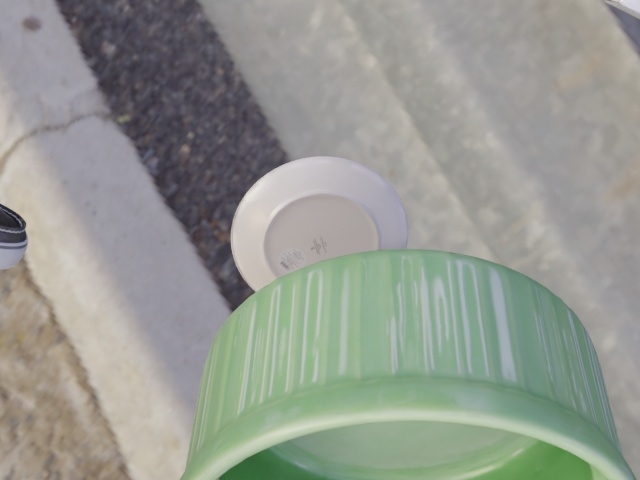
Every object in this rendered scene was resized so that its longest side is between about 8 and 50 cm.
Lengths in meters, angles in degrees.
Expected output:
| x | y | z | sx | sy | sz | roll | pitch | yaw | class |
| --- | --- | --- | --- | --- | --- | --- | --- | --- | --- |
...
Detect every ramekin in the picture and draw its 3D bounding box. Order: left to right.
| x | y | z | sx | sy | sz | roll | pitch | yaw | class |
| --- | --- | --- | --- | --- | --- | --- | --- | --- | --- |
| 0.054 | 0.143 | 0.983 | 0.303 | 0.303 | 0.148 | 19 | 44 | -19 | ramekin |

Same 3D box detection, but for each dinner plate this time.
| x | y | z | sx | sy | sz | roll | pitch | yaw | class |
| --- | --- | --- | --- | --- | --- | --- | --- | --- | --- |
| 0.000 | 0.000 | 1.172 | 0.141 | 0.141 | 0.017 | 24 | 24 | -16 | dinner plate |

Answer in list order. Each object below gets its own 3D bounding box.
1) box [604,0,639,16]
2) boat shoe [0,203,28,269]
| x | y | z | sx | sy | sz | roll | pitch | yaw | class |
| --- | --- | --- | --- | --- | --- | --- | --- | --- | --- |
| 0.419 | -0.281 | 1.330 | 0.231 | 0.262 | 0.127 | 27 | 11 | -3 | box |
| -0.180 | -0.026 | 0.655 | 0.142 | 0.040 | 0.049 | 26 | 15 | -46 | boat shoe |
